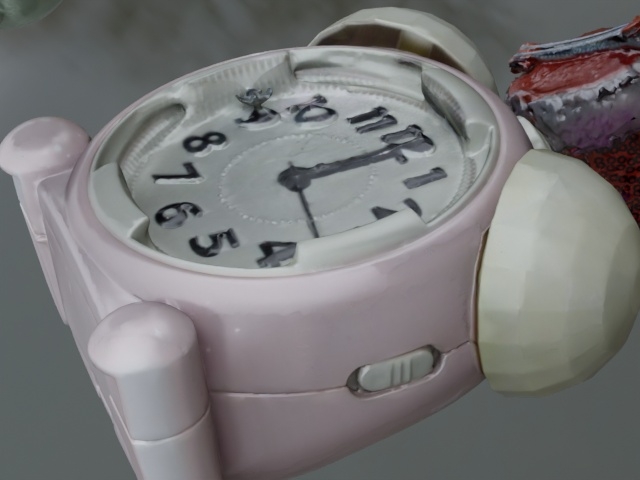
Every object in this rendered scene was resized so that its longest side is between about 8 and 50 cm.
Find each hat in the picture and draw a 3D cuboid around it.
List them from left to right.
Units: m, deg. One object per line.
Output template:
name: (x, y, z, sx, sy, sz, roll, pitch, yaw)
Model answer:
hat: (0.221, -0.050, 1.330, 0.140, 0.227, 0.129, -17, 20, 26)

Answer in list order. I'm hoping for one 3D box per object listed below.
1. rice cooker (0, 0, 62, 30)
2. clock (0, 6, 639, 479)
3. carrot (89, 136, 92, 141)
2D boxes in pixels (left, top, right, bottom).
rice cooker: (-0.241, -0.292, 1.180, 0.288, 0.288, 0.277, -1, 66, 60)
clock: (0.000, 0.000, 1.172, 0.325, 0.184, 0.342, -22, 42, -10)
carrot: (-0.125, 0.032, 1.297, 0.049, 0.254, 0.049, -28, -6, -3)
